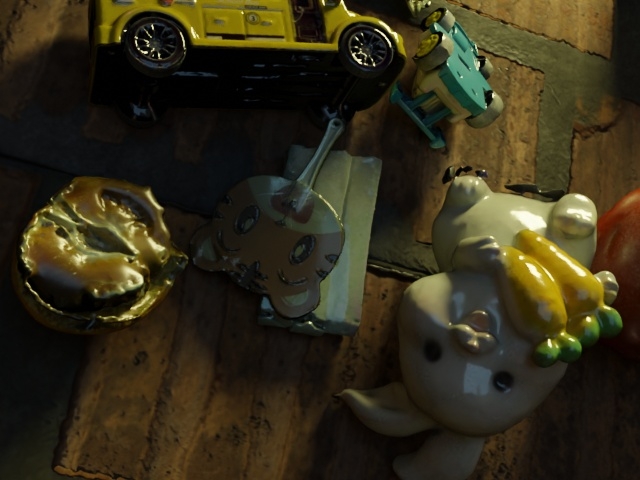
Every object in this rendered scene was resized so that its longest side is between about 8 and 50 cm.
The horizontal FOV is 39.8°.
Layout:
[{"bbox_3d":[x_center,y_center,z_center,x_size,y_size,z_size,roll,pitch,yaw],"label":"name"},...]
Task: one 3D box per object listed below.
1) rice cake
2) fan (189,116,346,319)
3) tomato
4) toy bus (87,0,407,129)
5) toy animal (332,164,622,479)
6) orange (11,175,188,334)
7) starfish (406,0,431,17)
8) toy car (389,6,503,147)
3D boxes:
[{"bbox_3d":[0.000,0.000,0.962,0.124,0.038,0.211,9,70,-13],"label":"rice cake"},{"bbox_3d":[-0.028,-0.038,0.938,0.152,0.008,0.227,27,74,8],"label":"fan"},{"bbox_3d":[0.395,0.028,0.995,0.231,0.232,0.189,-17,56,-24],"label":"tomato"},{"bbox_3d":[-0.080,-0.215,0.951,0.331,0.145,0.151,-2,71,-19],"label":"toy bus"},{"bbox_3d":[0.160,0.081,0.888,0.182,0.247,0.310,28,58,-5],"label":"toy animal"},{"bbox_3d":[-0.217,0.021,0.841,0.169,0.112,0.160,10,55,-40],"label":"orange"},{"bbox_3d":[0.105,-0.351,1.116,0.208,0.053,0.176,-30,73,-34],"label":"starfish"},{"bbox_3d":[0.143,-0.203,1.068,0.126,0.098,0.162,43,30,-30],"label":"toy car"}]
